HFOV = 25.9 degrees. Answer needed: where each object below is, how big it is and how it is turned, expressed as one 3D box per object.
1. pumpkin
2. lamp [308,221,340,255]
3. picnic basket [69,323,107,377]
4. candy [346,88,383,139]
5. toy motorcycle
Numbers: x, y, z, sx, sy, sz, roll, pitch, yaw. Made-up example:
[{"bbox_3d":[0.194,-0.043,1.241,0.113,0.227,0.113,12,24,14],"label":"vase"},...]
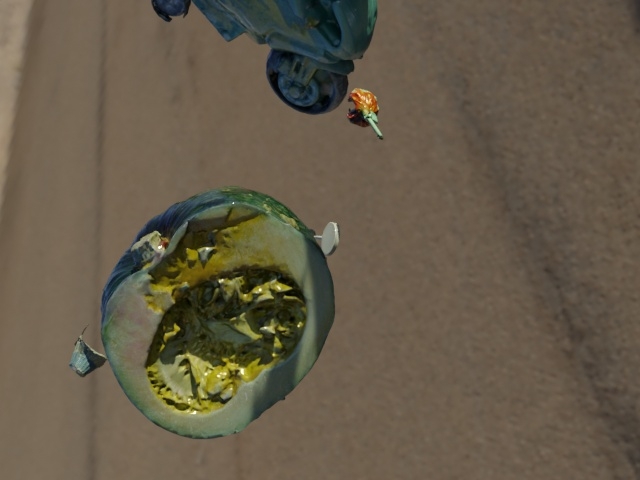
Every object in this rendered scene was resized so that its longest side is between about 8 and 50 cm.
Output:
[{"bbox_3d":[-0.135,0.067,1.724,0.293,0.263,0.197,-40,20,3],"label":"pumpkin"},{"bbox_3d":[0.000,0.000,2.137,0.198,0.056,0.050,-178,100,-68],"label":"lamp"},{"bbox_3d":[-0.383,0.185,2.309,0.083,0.065,0.083,-53,1,-26],"label":"picnic basket"},{"bbox_3d":[0.068,-0.166,1.904,0.049,0.055,0.184,-24,21,0],"label":"candy"},{"bbox_3d":[-0.048,-0.244,1.244,0.198,0.296,0.109,-25,24,45],"label":"toy motorcycle"}]
